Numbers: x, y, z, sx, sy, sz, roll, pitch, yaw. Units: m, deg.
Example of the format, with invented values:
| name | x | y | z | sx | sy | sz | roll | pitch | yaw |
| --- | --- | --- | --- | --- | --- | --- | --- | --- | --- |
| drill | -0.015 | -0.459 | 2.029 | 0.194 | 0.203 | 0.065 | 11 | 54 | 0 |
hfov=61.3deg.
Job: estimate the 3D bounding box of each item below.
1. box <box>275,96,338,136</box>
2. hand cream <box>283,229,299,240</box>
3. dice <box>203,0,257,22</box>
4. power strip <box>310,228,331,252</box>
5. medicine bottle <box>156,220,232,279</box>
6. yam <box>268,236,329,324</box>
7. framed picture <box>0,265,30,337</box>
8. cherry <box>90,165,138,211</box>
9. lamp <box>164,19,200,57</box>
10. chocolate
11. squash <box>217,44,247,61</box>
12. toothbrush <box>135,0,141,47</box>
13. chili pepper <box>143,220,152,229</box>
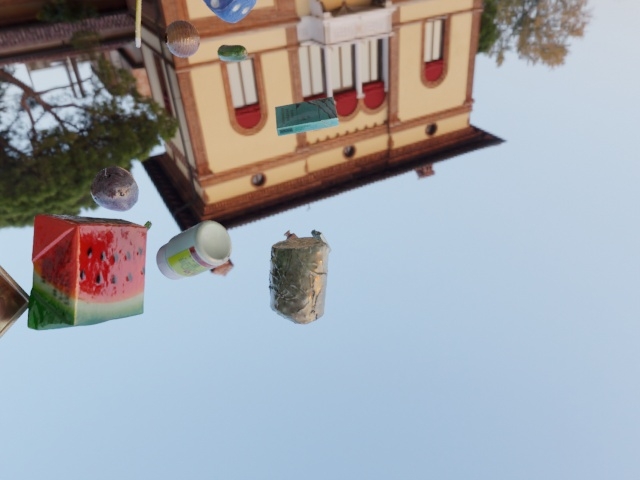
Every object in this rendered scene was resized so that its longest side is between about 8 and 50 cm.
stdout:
| name | x | y | z | sx | sy | sz | roll | pitch | yaw |
| --- | --- | --- | --- | --- | --- | --- | --- | --- | --- |
| box | -0.054 | -0.468 | 2.024 | 0.229 | 0.041 | 0.162 | -9 | -136 | 2 |
| hand cream | -0.063 | 0.046 | 2.092 | 0.067 | 0.210 | 0.043 | -44 | -171 | -23 |
| dice | -0.304 | -0.820 | 1.787 | 0.143 | 0.146 | 0.146 | -39 | 179 | 22 |
| power strip | 0.000 | 0.000 | 2.065 | 0.050 | 0.136 | 0.019 | 20 | -116 | 34 |
| medicine bottle | -0.384 | 0.034 | 1.633 | 0.225 | 0.139 | 0.139 | -21 | -160 | 38 |
| yam | -0.079 | 0.135 | 1.824 | 0.201 | 0.272 | 0.202 | -5 | -174 | -18 |
| framed picture | -0.954 | 0.209 | 1.482 | 0.020 | 0.211 | 0.290 | 6 | -133 | 28 |
| cherry | -0.835 | -0.204 | 2.210 | 0.195 | 0.195 | 0.195 | -3 | -147 | 2 |
| lamp | -0.524 | -0.765 | 2.049 | 0.136 | 0.136 | 0.136 | -3 | -147 | 2 |
| chocolate | -0.710 | 0.096 | 1.691 | 0.161 | 0.342 | 0.360 | 4 | -179 | 21 |
| squash | -0.382 | -0.801 | 2.307 | 0.077 | 0.068 | 0.219 | -48 | -141 | -10 |
| toothbrush | -0.580 | -0.763 | 1.719 | 0.024 | 0.288 | 0.021 | 9 | -150 | -7 |
| chili pepper | -0.758 | -0.048 | 2.328 | 0.091 | 0.030 | 0.034 | -52 | -172 | -12 |
